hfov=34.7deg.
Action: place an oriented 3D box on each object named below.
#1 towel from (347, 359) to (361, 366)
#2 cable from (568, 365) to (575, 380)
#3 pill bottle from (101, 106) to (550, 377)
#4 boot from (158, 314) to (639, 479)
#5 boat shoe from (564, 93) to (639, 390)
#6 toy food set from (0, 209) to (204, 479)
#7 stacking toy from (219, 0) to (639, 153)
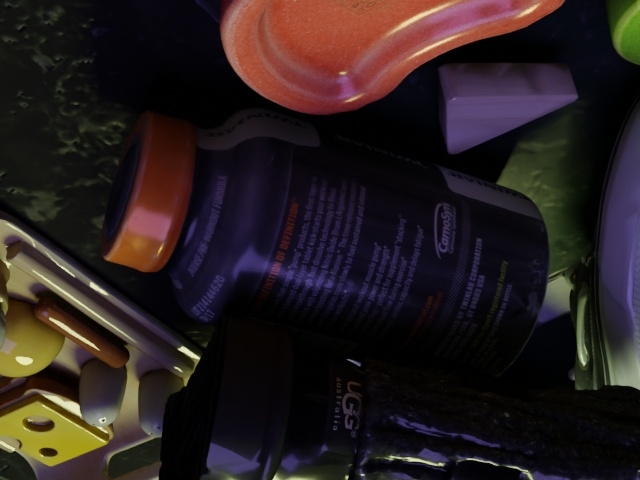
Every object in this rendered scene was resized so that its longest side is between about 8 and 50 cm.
[{"bbox_3d":[-0.010,0.132,0.842,0.152,0.023,0.113,-32,129,33],"label":"towel"},{"bbox_3d":[0.326,0.141,0.789,0.287,0.072,0.139,12,111,5],"label":"cable"},{"bbox_3d":[0.000,0.000,0.603,0.246,0.130,0.130,16,136,-21],"label":"pill bottle"},{"bbox_3d":[0.031,0.167,0.643,0.260,0.131,0.348,12,155,-13],"label":"boot"},{"bbox_3d":[0.208,0.048,0.664,0.121,0.119,0.335,-13,115,-19],"label":"boat shoe"},{"bbox_3d":[-0.230,0.115,0.753,0.220,0.092,0.306,-25,134,24],"label":"toy food set"},{"bbox_3d":[0.109,-0.168,0.473,0.309,0.130,0.279,-19,163,23],"label":"stacking toy"}]
